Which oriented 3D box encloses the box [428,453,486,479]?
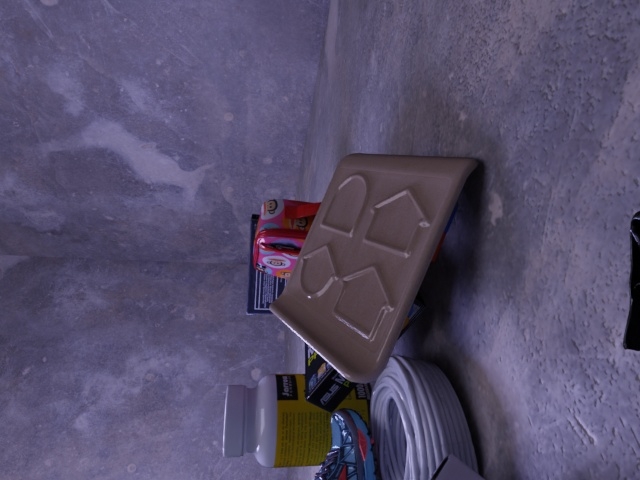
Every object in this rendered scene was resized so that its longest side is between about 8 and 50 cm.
[{"bbox_3d":[0.073,0.369,0.388,0.126,0.261,0.231,34,112,27],"label":"box"}]

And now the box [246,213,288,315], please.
[{"bbox_3d":[-0.082,0.076,1.381,0.183,0.293,0.297,-131,45,-79],"label":"box"}]

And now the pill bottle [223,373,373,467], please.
[{"bbox_3d":[-0.038,0.387,0.940,0.188,0.333,0.188,-177,90,-79],"label":"pill bottle"}]

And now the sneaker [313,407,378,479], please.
[{"bbox_3d":[0.027,0.382,0.672,0.262,0.125,0.104,-99,15,-52],"label":"sneaker"}]

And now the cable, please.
[{"bbox_3d":[0.143,0.307,0.655,0.257,0.089,0.258,125,146,-74],"label":"cable"}]

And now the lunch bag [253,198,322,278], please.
[{"bbox_3d":[0.000,0.000,0.966,0.258,0.292,0.120,111,164,-60],"label":"lunch bag"}]

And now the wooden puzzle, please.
[{"bbox_3d":[0.075,0.018,0.715,0.322,0.080,0.348,23,84,59],"label":"wooden puzzle"}]

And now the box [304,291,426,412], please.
[{"bbox_3d":[0.067,0.151,0.815,0.270,0.060,0.216,-53,16,18],"label":"box"}]

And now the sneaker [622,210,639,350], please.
[{"bbox_3d":[0.230,-0.015,0.253,0.051,0.088,0.171,-156,69,-79],"label":"sneaker"}]
